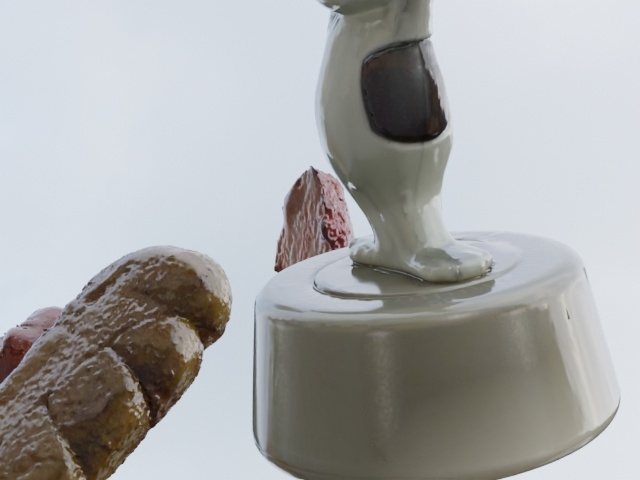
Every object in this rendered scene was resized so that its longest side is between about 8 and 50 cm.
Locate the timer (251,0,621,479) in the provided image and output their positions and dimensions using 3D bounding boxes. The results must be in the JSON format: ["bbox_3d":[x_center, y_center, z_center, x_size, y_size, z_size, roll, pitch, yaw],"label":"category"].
[{"bbox_3d":[0.036,-0.040,0.643,0.175,0.175,0.266,-3,-77,23],"label":"timer"}]

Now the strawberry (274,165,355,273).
[{"bbox_3d":[0.000,0.000,1.574,0.146,0.082,0.187,37,-49,49],"label":"strawberry"}]

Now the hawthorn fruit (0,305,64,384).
[{"bbox_3d":[-0.291,0.146,1.520,0.133,0.133,0.138,-38,-92,34],"label":"hawthorn fruit"}]

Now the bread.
[{"bbox_3d":[-0.193,0.143,1.088,0.124,0.344,0.084,22,-26,35],"label":"bread"}]
